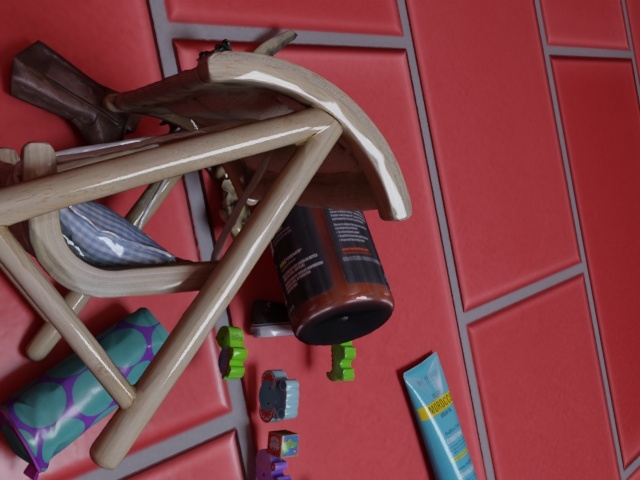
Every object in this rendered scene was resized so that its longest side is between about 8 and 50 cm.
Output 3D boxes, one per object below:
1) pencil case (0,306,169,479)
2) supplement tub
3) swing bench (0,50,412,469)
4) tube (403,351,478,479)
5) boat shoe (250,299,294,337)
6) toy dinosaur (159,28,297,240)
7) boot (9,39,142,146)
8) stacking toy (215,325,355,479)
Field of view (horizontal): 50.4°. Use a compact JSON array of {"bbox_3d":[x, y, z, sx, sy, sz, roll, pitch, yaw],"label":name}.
[{"bbox_3d":[-0.187,0.121,0.564,0.151,0.064,0.070,-36,133,-39],"label":"pencil case"},{"bbox_3d":[0.000,0.000,0.699,0.106,0.106,0.198,12,51,-42],"label":"supplement tub"},{"bbox_3d":[-0.122,-0.025,0.479,0.254,0.253,0.165,-40,112,-22],"label":"swing bench"},{"bbox_3d":[0.160,0.257,0.887,0.080,0.052,0.207,-18,90,-53],"label":"tube"},{"bbox_3d":[-0.014,0.080,0.744,0.142,0.049,0.040,-1,84,-41],"label":"boat shoe"},{"bbox_3d":[-0.091,-0.132,0.695,0.118,0.064,0.268,35,60,-51],"label":"toy dinosaur"},{"bbox_3d":[-0.222,-0.103,0.586,0.114,0.037,0.106,31,65,-32],"label":"boot"},{"bbox_3d":[-0.046,0.195,0.684,0.167,0.052,0.221,10,84,-43],"label":"stacking toy"}]
